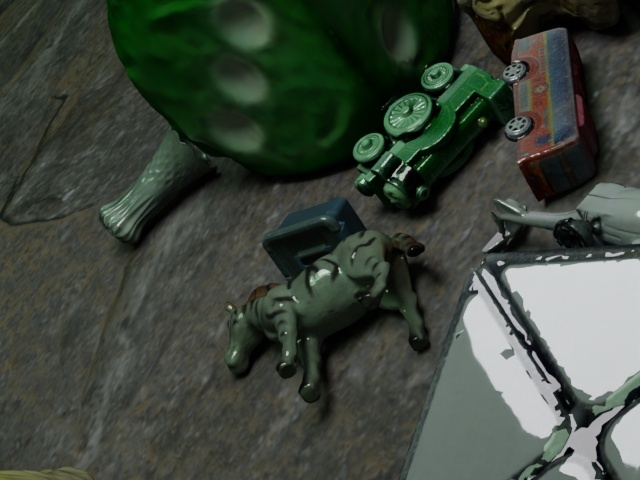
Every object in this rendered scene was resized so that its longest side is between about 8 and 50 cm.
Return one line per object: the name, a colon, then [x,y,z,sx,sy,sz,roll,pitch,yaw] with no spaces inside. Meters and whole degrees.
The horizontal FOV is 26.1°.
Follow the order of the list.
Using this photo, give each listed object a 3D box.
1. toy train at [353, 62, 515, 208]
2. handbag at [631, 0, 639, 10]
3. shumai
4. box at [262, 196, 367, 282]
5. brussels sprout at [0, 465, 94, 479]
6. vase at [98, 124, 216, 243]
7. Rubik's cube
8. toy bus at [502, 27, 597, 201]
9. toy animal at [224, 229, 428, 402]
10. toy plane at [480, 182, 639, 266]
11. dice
toy train: [0.114,-0.105,1.408,0.178,0.071,0.104,-47,43,-7]
handbag: [0.383,-0.308,1.338,0.216,0.074,0.203,-34,34,14]
shumai: [0.212,-0.272,1.408,0.153,0.161,0.209,-34,51,10]
box: [0.000,0.000,1.412,0.099,0.074,0.054,-17,27,36]
brussels sprout: [-0.258,0.332,1.172,0.317,0.242,0.274,-59,11,-31]
vase: [-0.206,-0.064,1.706,0.149,0.081,0.081,-46,32,4]
Rubik's cube: [0.213,0.166,0.792,0.255,0.259,0.260,-2,55,45]
toy bus: [0.219,-0.125,1.318,0.077,0.065,0.192,-19,39,21]
toy animal: [-0.009,0.078,1.316,0.255,0.090,0.170,-21,35,27]
toy plane: [0.232,-0.019,1.144,0.182,0.107,0.273,-38,28,-1]
dice: [-0.041,-0.269,1.555,0.297,0.300,0.287,-15,39,40]
